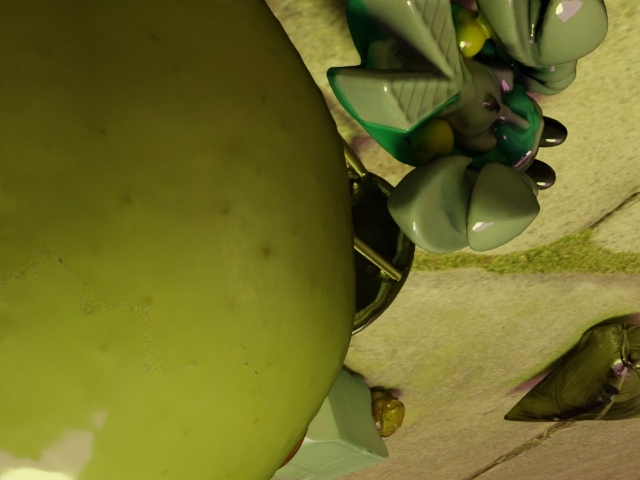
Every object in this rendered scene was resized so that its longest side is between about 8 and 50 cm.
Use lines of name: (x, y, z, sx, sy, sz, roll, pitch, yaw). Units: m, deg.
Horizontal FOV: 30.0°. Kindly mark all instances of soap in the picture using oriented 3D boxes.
soap: (-0.121, 0.246, 1.386, 0.347, 0.115, 0.208, -22, 154, 15)

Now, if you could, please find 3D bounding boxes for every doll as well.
doll: (0.114, -0.103, 0.784, 0.153, 0.194, 0.258, 9, -160, 33)

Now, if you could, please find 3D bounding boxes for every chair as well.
chair: (0.000, 0.000, 0.896, 0.160, 0.170, 0.326, -25, 147, 17)

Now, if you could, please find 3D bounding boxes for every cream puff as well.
cream puff: (0.068, 0.222, 1.507, 0.083, 0.058, 0.083, -11, 157, -4)

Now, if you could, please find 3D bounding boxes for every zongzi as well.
zongzi: (0.322, 0.176, 1.530, 0.205, 0.094, 0.205, -11, 153, 12)

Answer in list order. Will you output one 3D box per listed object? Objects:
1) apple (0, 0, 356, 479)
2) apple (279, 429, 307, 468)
apple: (-0.144, -0.001, 0.582, 0.357, 0.357, 0.357, -12, 155, -6)
apple: (-0.130, 0.137, 1.081, 0.237, 0.207, 0.237, -18, 174, -2)
